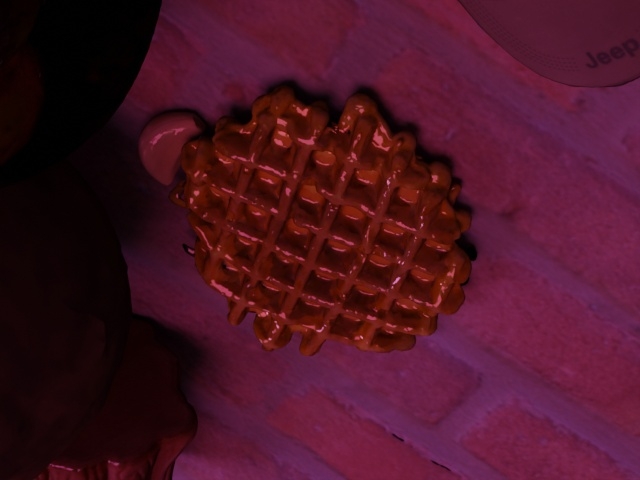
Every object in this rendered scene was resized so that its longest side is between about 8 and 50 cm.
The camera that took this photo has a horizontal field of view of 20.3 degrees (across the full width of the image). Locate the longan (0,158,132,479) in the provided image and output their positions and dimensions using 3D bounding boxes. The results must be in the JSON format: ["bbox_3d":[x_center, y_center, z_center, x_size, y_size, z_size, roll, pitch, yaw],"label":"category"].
[{"bbox_3d":[-0.368,0.063,1.642,0.391,0.391,0.391,11,133,12],"label":"longan"}]

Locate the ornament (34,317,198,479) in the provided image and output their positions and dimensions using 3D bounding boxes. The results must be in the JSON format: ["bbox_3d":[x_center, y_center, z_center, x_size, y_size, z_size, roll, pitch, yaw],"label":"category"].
[{"bbox_3d":[-0.244,0.223,1.897,0.235,0.221,0.218,24,141,16],"label":"ornament"}]

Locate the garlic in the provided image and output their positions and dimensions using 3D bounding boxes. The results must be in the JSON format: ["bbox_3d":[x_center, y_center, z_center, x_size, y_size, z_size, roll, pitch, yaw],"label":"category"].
[{"bbox_3d":[-0.145,-0.091,1.692,0.053,0.041,0.083,31,127,-15],"label":"garlic"}]

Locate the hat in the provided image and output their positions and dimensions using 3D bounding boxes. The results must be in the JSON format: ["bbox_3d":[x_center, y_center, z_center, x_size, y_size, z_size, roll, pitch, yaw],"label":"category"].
[{"bbox_3d":[0.175,-0.203,1.408,0.214,0.149,0.245,-28,106,38],"label":"hat"}]

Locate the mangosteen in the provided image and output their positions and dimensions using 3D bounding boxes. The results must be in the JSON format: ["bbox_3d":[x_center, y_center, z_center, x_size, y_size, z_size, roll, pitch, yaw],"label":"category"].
[{"bbox_3d":[-0.323,-0.226,1.385,0.381,0.421,0.381,1,92,24],"label":"mangosteen"}]

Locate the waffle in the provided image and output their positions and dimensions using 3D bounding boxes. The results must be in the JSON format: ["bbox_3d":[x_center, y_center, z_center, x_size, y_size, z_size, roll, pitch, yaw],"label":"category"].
[{"bbox_3d":[-0.004,-0.008,1.692,0.329,0.062,0.329,9,134,10],"label":"waffle"}]
